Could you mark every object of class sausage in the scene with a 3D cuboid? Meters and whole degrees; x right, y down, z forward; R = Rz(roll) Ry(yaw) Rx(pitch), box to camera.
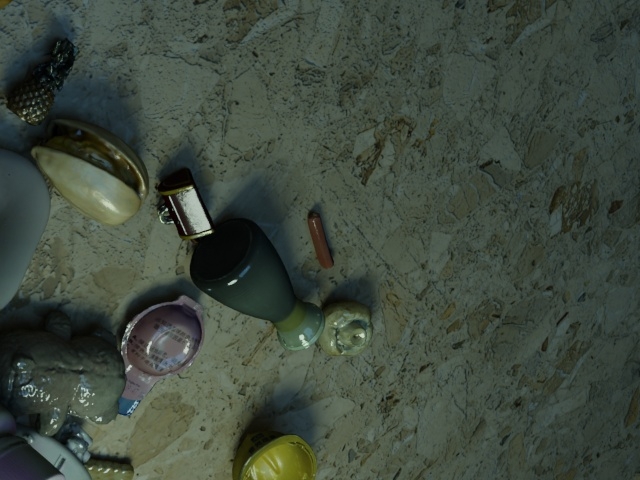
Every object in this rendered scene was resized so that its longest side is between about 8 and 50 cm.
[{"bbox_3d":[0.000,0.000,1.951,0.030,0.035,0.147,-52,133,-46],"label":"sausage"}]

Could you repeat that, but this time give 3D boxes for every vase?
[{"bbox_3d":[-0.116,0.106,1.847,0.173,0.173,0.321,-49,133,-6],"label":"vase"}]

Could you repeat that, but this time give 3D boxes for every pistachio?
[{"bbox_3d":[-0.408,-0.123,1.574,0.229,0.157,0.157,41,85,-32],"label":"pistachio"}]

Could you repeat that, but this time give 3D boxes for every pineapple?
[{"bbox_3d":[-0.471,-0.276,1.507,0.074,0.074,0.159,37,84,-38],"label":"pineapple"}]

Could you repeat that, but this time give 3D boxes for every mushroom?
[{"bbox_3d":[0.059,0.205,2.027,0.148,0.112,0.148,-7,105,-26],"label":"mushroom"}]

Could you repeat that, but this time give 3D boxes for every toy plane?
[{"bbox_3d":[-0.538,0.434,1.682,0.252,0.118,0.252,30,49,-43],"label":"toy plane"}]

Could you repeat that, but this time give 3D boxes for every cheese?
[{"bbox_3d":[-0.345,0.237,1.801,0.189,0.074,0.286,34,93,-37],"label":"cheese"}]

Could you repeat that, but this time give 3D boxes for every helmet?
[{"bbox_3d":[-0.129,0.512,2.013,0.205,0.140,0.256,-30,129,-21],"label":"helmet"}]

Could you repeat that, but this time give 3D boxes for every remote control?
[{"bbox_3d":[-0.598,-0.004,1.514,0.221,0.103,0.332,21,97,-43],"label":"remote control"}]

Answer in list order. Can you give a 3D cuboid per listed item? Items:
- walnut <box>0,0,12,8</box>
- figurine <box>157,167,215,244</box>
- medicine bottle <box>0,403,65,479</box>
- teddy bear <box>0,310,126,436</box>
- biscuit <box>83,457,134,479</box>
[{"bbox_3d":[-0.556,-0.430,1.347,0.180,0.144,0.144,12,102,-33],"label":"walnut"},{"bbox_3d":[-0.271,-0.053,1.731,0.098,0.082,0.154,-23,122,-8],"label":"figurine"},{"bbox_3d":[-0.617,0.378,1.464,0.256,0.325,0.256,-53,170,-14],"label":"medicine bottle"},{"bbox_3d":[-0.497,0.249,1.652,0.267,0.151,0.235,11,73,-51],"label":"teddy bear"},{"bbox_3d":[-0.560,0.532,1.801,0.325,0.044,0.217,20,97,-36],"label":"biscuit"}]
